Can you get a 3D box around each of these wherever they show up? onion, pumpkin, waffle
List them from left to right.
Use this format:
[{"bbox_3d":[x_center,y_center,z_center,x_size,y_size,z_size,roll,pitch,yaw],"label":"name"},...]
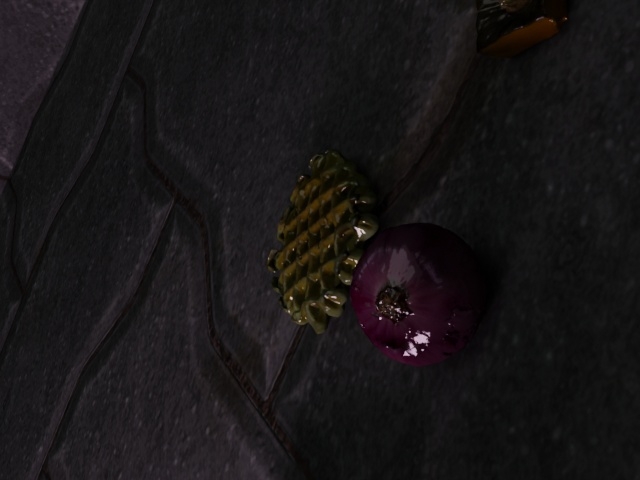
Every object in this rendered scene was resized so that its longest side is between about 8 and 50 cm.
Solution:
[{"bbox_3d":[0.000,0.000,1.094,0.169,0.036,0.183,-65,26,16],"label":"waffle"},{"bbox_3d":[0.079,0.041,0.872,0.115,0.115,0.104,-57,-13,25],"label":"onion"},{"bbox_3d":[0.164,-0.197,0.900,0.083,0.054,0.074,-22,59,49],"label":"pumpkin"}]
